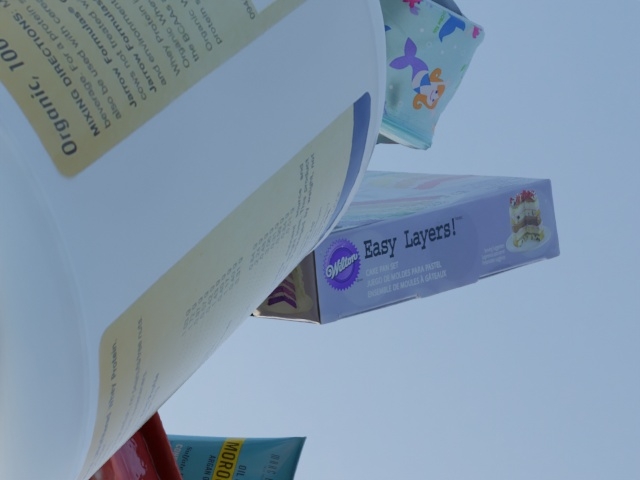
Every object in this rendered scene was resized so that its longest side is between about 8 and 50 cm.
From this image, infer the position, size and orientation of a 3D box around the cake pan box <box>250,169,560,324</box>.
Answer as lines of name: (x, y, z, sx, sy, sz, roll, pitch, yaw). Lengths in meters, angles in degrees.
cake pan box: (0.000, 0.000, 1.275, 0.246, 0.267, 0.070, 3, -78, 48)

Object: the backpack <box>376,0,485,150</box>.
backpack: (-0.018, -0.138, 1.156, 0.191, 0.225, 0.253, -65, -159, 1)

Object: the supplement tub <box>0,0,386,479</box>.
supplement tub: (-0.135, -0.023, 0.573, 0.228, 0.316, 0.228, 13, -59, 22)

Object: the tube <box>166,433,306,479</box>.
tube: (-0.109, 0.186, 1.369, 0.207, 0.052, 0.080, 2, -111, 29)

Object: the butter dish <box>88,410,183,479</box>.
butter dish: (-0.182, 0.181, 1.201, 0.160, 0.118, 0.159, -19, -79, 1)
